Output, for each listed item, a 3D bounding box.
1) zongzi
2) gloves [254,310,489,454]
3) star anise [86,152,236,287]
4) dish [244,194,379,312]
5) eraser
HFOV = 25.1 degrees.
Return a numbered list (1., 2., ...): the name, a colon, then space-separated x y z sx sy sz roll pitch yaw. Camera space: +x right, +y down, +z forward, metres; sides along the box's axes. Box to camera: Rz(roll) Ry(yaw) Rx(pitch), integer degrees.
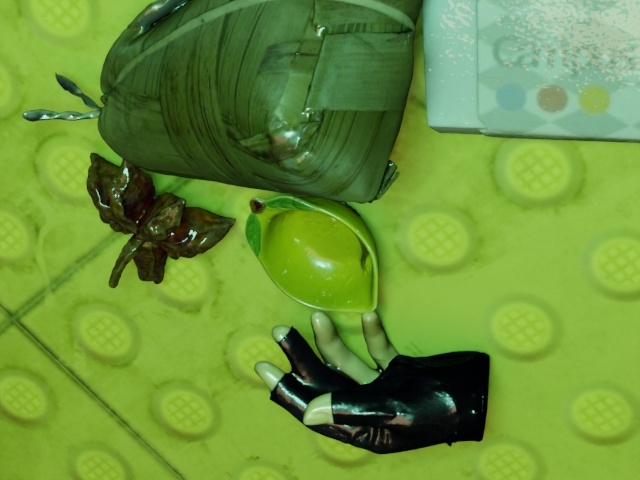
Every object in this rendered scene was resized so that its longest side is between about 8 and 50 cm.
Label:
1. zongzi: -0.063 -0.285 1.631 0.218 0.466 0.500 29 167 -40
2. gloves: 0.067 0.187 1.804 0.301 0.197 0.152 22 114 2
3. star anise: -0.214 -0.024 1.801 0.196 0.111 0.212 -7 124 30
4. dish: 0.000 0.000 1.780 0.208 0.080 0.149 45 126 -14
5. eraser: 0.314 -0.191 1.568 0.397 0.082 0.213 4 120 14
